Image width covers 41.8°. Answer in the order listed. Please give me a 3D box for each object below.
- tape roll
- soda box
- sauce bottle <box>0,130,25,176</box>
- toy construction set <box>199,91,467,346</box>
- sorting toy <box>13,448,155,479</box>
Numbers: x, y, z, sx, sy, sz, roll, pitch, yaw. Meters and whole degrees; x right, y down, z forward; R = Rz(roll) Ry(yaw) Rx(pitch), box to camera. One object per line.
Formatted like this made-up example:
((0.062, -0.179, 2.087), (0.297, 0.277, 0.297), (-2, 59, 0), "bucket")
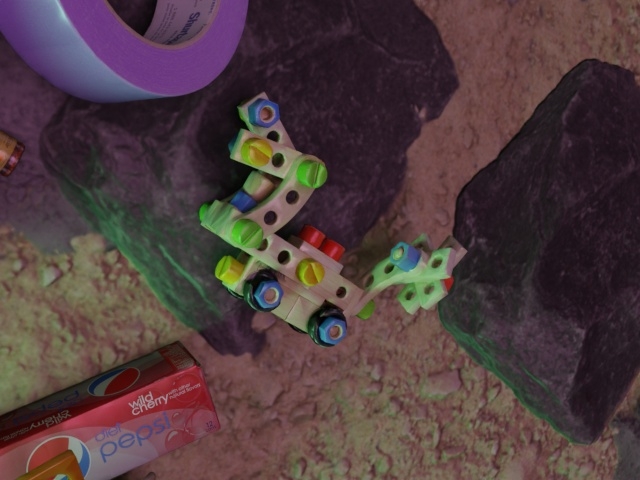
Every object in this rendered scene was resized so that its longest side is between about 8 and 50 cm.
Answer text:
((-0.182, -0.268, 0.777), (0.274, 0.090, 0.275), (1, 89, -58), "tape roll")
((-0.251, 0.210, 0.921), (0.263, 0.083, 0.092), (-22, 110, -21), "soda box")
((-0.357, -0.108, 0.823), (0.128, 0.042, 0.042), (30, 87, -27), "sauce bottle")
((0.000, 0.000, 0.978), (0.327, 0.151, 0.215), (32, 85, -18), "toy construction set")
((-0.270, 0.340, 0.903), (0.196, 0.047, 0.348), (-17, 130, -35), "sorting toy")
